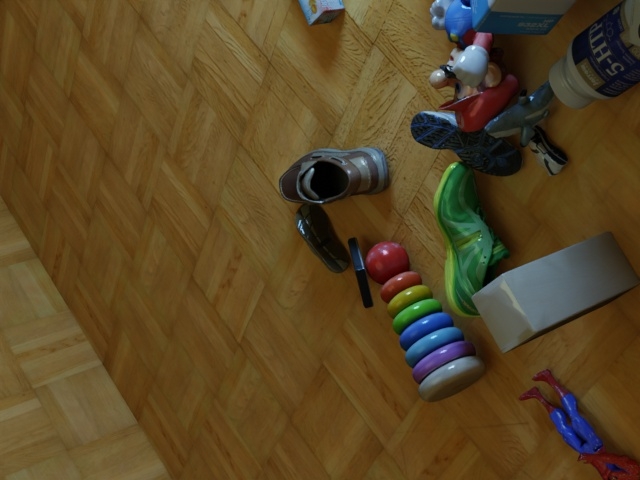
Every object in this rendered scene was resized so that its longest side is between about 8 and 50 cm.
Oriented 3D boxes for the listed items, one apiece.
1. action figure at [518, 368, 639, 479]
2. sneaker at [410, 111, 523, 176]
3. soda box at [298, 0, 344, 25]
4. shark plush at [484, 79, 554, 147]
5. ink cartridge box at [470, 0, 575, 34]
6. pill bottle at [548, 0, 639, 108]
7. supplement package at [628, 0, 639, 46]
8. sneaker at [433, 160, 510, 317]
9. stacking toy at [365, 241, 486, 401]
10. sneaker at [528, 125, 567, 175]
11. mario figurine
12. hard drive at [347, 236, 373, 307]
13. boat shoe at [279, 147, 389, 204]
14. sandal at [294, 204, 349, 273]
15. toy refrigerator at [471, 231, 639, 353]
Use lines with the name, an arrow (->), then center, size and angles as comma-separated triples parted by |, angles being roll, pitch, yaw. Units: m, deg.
action figure -> 0.438, 0.364, 1.702 | 0.280, 0.139, 0.091 | 47, 137, 27
sneaker -> 0.267, -0.182, 1.750 | 0.211, 0.081, 0.080 | 30, 120, 20
soda box -> -0.020, -0.528, 1.987 | 0.063, 0.058, 0.183 | -32, 78, 53
shark plush -> 0.345, -0.220, 1.611 | 0.161, 0.067, 0.073 | -38, 42, 28
ink cartridge box -> 0.315, -0.462, 1.396 | 0.307, 0.128, 0.223 | 125, 144, -70
pill bottle -> 0.433, -0.275, 1.465 | 0.186, 0.112, 0.112 | -37, 74, 52
supplement package -> 0.513, -0.364, 1.215 | 0.145, 0.203, 0.262 | -107, 15, -69
sneaker -> 0.284, -0.004, 1.790 | 0.123, 0.109, 0.296 | 1, 108, 37
stacking toy -> 0.192, 0.144, 1.947 | 0.330, 0.141, 0.141 | 64, 143, 23
sneaker -> 0.367, -0.152, 1.659 | 0.109, 0.040, 0.044 | 57, 152, 27
mario figurine -> 0.226, -0.339, 1.643 | 0.170, 0.198, 0.321 | -1, 99, 35
hard drive -> 0.082, 0.065, 2.048 | 0.135, 0.022, 0.094 | -102, -3, -61
boat shoe -> 0.002, -0.132, 2.069 | 0.324, 0.116, 0.123 | -11, 95, 53
sandal -> 0.000, 0.000, 2.178 | 0.180, 0.072, 0.049 | 57, 162, 14
toy refrigerator -> 0.371, 0.080, 1.554 | 0.102, 0.269, 0.094 | 61, 142, 13
